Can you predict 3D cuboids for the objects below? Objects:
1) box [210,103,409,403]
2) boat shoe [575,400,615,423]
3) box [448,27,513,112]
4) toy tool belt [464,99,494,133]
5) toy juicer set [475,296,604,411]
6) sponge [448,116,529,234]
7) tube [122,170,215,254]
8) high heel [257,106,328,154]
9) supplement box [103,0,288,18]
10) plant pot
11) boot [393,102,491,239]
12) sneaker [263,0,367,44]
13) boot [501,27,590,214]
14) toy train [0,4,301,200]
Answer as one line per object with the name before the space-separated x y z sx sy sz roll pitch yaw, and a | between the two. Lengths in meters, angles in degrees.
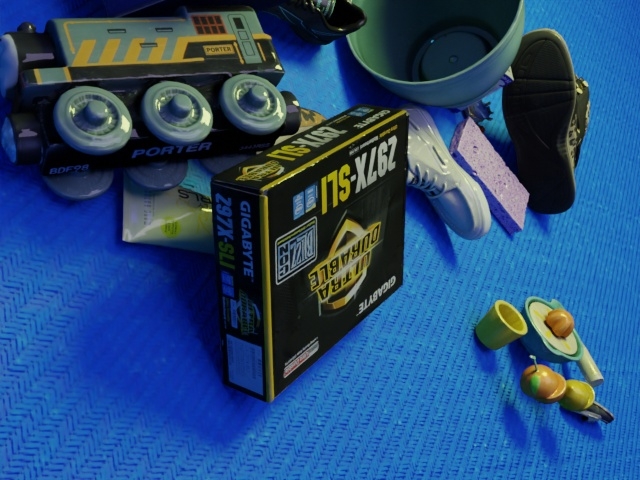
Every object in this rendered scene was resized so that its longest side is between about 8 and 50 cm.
box | 0.000 0.000 1.016 0.322 0.079 0.257 -34 130 -50
boat shoe | 0.482 0.305 1.529 0.137 0.049 0.043 34 89 -35
box | 0.276 -0.331 1.588 0.072 0.137 0.126 17 56 -41
toy tool belt | 0.311 -0.251 1.651 0.052 0.051 0.083 -13 79 -51
toy juicer set | 0.416 0.184 1.447 0.329 0.089 0.209 -2 52 -51
sponge | 0.321 -0.121 1.603 0.210 0.031 0.117 47 41 -19
tube | -0.128 -0.016 1.012 0.240 0.062 0.070 16 18 -38
high heel | -0.096 -0.167 1.147 0.261 0.093 0.186 24 24 -20
supplement box | -0.174 -0.450 1.010 0.194 0.195 0.356 -24 98 -73
plant pot | 0.212 -0.345 1.440 0.196 0.293 0.293 43 36 -60
boot | 0.170 -0.100 1.384 0.123 0.095 0.258 -25 80 -46
sneaker | -0.042 -0.371 1.255 0.267 0.106 0.101 14 89 -43
boot | 0.467 -0.277 1.713 0.284 0.138 0.377 -57 137 -51
toy train | -0.185 -0.161 0.927 0.334 0.142 0.190 -11 68 -29
